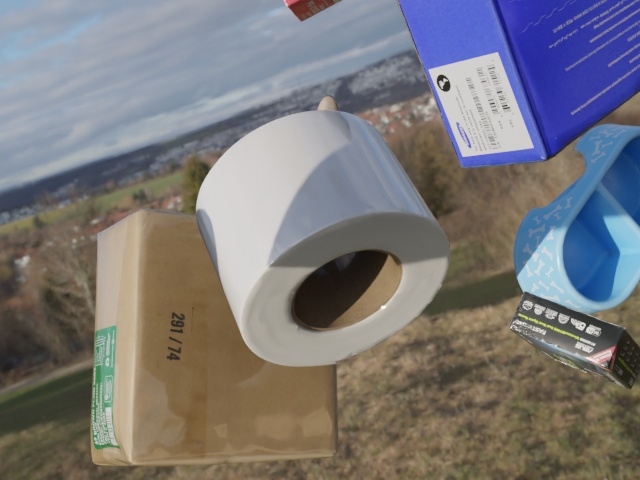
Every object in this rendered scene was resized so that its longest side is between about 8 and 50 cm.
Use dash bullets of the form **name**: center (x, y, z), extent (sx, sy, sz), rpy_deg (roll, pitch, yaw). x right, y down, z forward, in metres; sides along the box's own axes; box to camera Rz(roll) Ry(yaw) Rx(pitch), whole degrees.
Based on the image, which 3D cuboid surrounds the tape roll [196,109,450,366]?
- **tape roll**: center (0.000, 0.000, 0.979), extent (0.246, 0.246, 0.169), rpy_deg (-20, 52, -9)

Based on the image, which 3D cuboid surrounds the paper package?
- **paper package**: center (-0.142, 0.136, 1.188), extent (0.309, 0.325, 0.168), rpy_deg (6, -15, -29)

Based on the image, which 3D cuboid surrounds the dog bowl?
- **dog bowl**: center (0.377, -0.028, 1.146), extent (0.297, 0.166, 0.074), rpy_deg (-51, 17, -17)

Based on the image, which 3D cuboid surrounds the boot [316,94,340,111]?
- **boot**: center (0.013, -0.136, 1.237), extent (0.042, 0.119, 0.087), rpy_deg (-2, 27, 1)

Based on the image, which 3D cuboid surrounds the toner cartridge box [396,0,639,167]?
- **toner cartridge box**: center (0.199, -0.198, 0.589), extent (0.347, 0.165, 0.075), rpy_deg (-34, 20, -31)

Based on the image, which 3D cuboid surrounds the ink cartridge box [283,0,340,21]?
- **ink cartridge box**: center (0.035, -0.416, 1.112), extent (0.237, 0.172, 0.100), rpy_deg (-25, -4, 9)

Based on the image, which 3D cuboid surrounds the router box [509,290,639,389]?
- **router box**: center (0.232, 0.091, 0.787), extent (0.092, 0.038, 0.122), rpy_deg (22, -6, 33)
